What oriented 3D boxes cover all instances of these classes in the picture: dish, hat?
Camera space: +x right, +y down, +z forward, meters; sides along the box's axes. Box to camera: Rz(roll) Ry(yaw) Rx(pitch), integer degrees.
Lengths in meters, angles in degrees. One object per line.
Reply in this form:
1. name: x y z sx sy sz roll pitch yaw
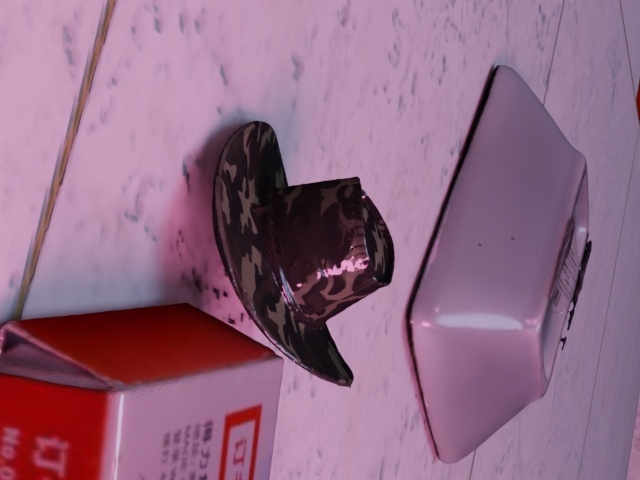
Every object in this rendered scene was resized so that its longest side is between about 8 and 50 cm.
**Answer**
1. dish: 0.140 0.021 0.835 0.182 0.080 0.243 72 32 -48
2. hat: 0.000 0.000 0.467 0.121 0.050 0.121 -20 90 -79

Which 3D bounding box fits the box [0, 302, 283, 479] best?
1. box: -0.067 0.139 0.383 0.123 0.050 0.230 -1 98 -71
